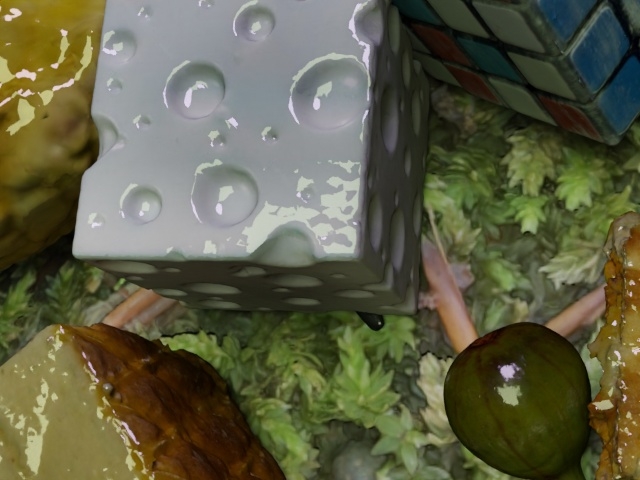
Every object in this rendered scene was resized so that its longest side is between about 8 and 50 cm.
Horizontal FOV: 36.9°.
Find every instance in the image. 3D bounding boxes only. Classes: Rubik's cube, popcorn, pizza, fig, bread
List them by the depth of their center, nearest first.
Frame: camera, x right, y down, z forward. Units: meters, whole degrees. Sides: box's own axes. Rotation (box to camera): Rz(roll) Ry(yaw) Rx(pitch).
[{"bbox_3d":[0.302,0.130,0.758,0.226,0.086,0.335,-26,68,-14],"label":"pizza"},{"bbox_3d":[0.177,-0.273,0.801,0.253,0.259,0.256,32,85,46],"label":"Rubik's cube"},{"bbox_3d":[0.202,0.178,0.801,0.124,0.124,0.236,-38,88,6],"label":"fig"},{"bbox_3d":[-0.155,0.238,0.808,0.207,0.279,0.279,-37,65,4],"label":"bread"},{"bbox_3d":[-0.366,-0.140,0.962,0.390,0.354,0.344,-6,47,-26],"label":"popcorn"}]

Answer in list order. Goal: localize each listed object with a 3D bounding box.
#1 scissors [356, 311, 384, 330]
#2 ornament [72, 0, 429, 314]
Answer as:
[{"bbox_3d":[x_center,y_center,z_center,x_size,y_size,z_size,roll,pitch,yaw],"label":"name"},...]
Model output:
[{"bbox_3d":[0.000,0.000,0.956,0.088,0.017,0.220,-36,68,5],"label":"scissors"},{"bbox_3d":[-0.044,-0.071,0.851,0.240,0.240,0.239,0,77,16],"label":"ornament"}]
